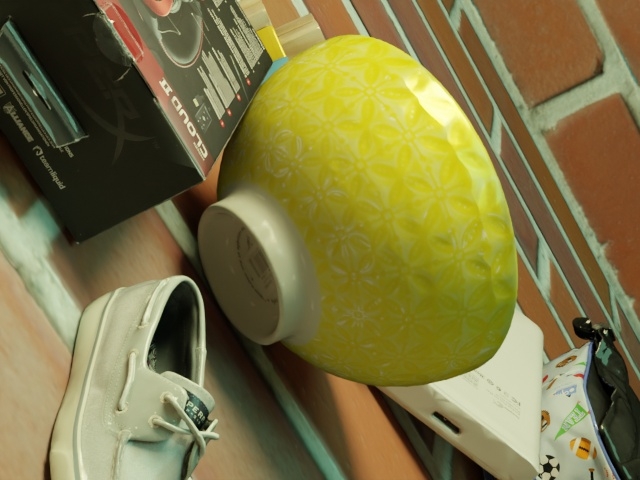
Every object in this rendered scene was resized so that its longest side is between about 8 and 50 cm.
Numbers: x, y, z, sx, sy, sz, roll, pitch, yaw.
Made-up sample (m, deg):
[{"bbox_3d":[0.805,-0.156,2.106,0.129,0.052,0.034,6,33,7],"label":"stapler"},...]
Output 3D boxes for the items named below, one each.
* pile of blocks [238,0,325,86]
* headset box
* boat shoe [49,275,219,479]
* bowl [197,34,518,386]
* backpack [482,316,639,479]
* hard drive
[{"bbox_3d":[0.024,-0.084,1.302,0.149,0.113,0.362,56,9,-86],"label":"pile of blocks"},{"bbox_3d":[-0.154,-0.150,0.962,0.218,0.110,0.293,58,19,-18],"label":"headset box"},{"bbox_3d":[-0.104,0.103,0.818,0.079,0.081,0.227,51,23,-36],"label":"boat shoe"},{"bbox_3d":[0.000,0.000,1.066,0.156,0.289,0.289,-24,88,-30],"label":"bowl"},{"bbox_3d":[0.298,0.258,1.519,0.276,0.213,0.263,56,12,0],"label":"backpack"},{"bbox_3d":[0.147,0.115,1.446,0.203,0.040,0.307,38,23,-6],"label":"hard drive"}]
